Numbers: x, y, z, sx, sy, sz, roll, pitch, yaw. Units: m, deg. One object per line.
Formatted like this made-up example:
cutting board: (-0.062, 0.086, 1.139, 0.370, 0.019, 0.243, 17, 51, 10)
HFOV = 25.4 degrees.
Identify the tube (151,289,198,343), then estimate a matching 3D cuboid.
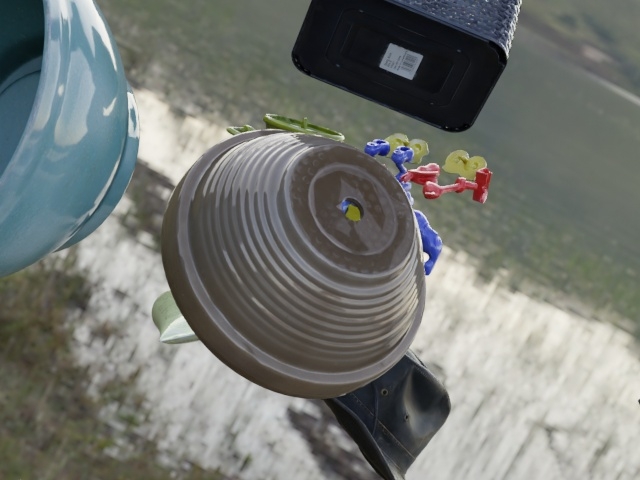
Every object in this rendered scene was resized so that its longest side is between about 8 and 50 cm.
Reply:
tube: (-0.162, 0.099, 1.709, 0.062, 0.070, 0.240, 39, -7, -12)

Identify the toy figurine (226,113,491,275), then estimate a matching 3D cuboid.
toy figurine: (0.042, -0.029, 1.959, 0.362, 0.217, 0.191, 17, 24, 28)

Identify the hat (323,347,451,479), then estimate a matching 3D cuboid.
hat: (0.072, 0.183, 1.744, 0.331, 0.134, 0.331, 50, -6, 7)

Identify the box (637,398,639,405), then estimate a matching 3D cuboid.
box: (0.424, 0.258, 1.362, 0.270, 0.060, 0.216, 34, 26, -49)

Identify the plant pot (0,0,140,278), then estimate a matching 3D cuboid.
plant pot: (-0.257, -0.091, 1.049, 0.293, 0.293, 0.196, 35, 5, 31)

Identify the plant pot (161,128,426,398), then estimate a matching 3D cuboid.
plant pot: (0.000, 0.000, 1.149, 0.237, 0.110, 0.237, 15, 58, -25)

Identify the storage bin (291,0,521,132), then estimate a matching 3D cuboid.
storage bin: (0.077, -0.190, 1.292, 0.180, 0.122, 0.084, 22, 50, -3)
